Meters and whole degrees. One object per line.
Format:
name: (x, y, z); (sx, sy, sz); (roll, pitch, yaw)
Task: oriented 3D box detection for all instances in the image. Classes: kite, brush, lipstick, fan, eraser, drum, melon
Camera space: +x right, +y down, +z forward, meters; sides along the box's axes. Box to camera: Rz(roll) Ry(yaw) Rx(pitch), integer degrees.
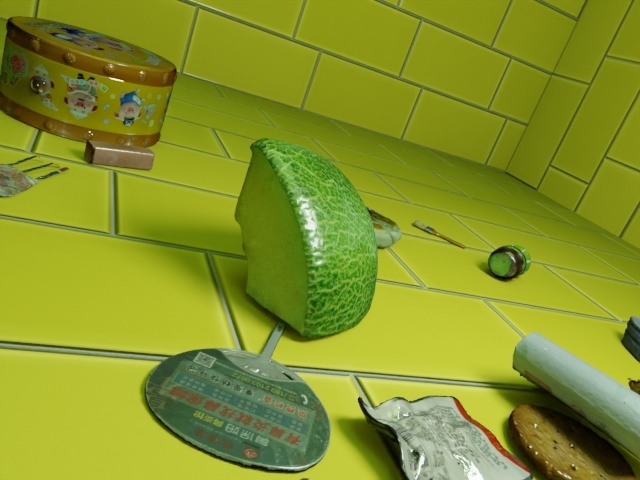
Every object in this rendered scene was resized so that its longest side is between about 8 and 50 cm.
kite: (-0.569, -0.129, 1.039); (0.127, 0.016, 0.229); (25, 20, 2)
brush: (0.357, -0.017, 1.670); (0.170, 0.014, 0.043); (28, 22, 16)
lipstick: (-0.458, -0.194, 1.274); (0.145, 0.045, 0.045); (1, 25, -41)
fan: (-0.110, 0.176, 0.704); (0.223, 0.012, 0.294); (10, 22, -25)
eraser: (0.428, 0.248, 0.869); (0.174, 0.081, 0.227); (35, 1, -39)
drum: (-0.606, -0.415, 1.462); (0.431, 0.214, 0.431); (18, 21, -7)
melon: (0.000, 0.000, 1.008); (0.343, 0.226, 0.331); (-10, 73, -54)

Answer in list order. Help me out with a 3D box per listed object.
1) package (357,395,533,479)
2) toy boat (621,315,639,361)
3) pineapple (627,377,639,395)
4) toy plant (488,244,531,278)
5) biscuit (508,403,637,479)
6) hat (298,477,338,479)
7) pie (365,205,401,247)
package: (0.154, 0.260, 0.712); (0.232, 0.040, 0.166); (14, 22, -42)
toy boat: (0.804, 0.270, 1.267); (0.127, 0.078, 0.283); (11, 21, -23)
pineapple: (0.615, 0.302, 0.931); (0.158, 0.161, 0.334); (-4, -5, 13)
toy plant: (0.523, 0.056, 1.527); (0.093, 0.093, 0.162); (32, 23, 30)
biscuit: (0.359, 0.305, 0.801); (0.187, 0.027, 0.188); (18, 18, -6)
hat: (-0.008, 0.295, 0.320); (0.265, 0.128, 0.265); (15, 35, -11)
pie: (0.099, -0.050, 1.444); (0.240, 0.054, 0.240); (20, 18, -7)
